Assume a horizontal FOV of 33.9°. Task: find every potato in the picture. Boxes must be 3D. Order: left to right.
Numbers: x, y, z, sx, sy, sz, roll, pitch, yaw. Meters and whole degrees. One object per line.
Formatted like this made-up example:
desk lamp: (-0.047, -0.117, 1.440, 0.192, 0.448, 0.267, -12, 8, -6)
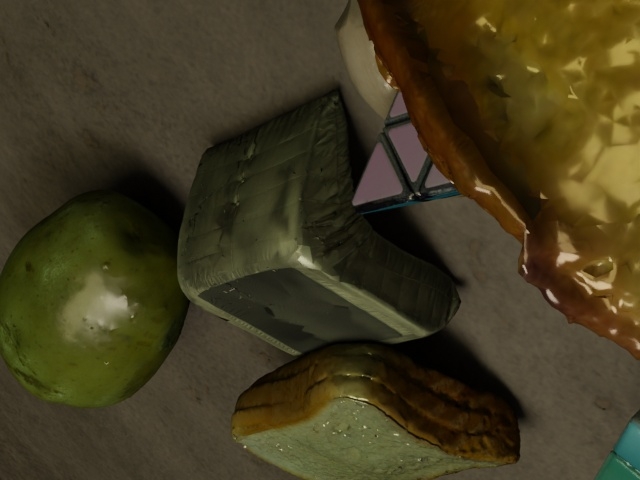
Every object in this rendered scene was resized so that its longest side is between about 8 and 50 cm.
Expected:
potato: (-0.262, 0.075, 1.211, 0.216, 0.216, 0.304, 43, 141, -2)

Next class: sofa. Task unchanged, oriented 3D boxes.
sofa: (0.000, 0.000, 1.048, 0.225, 0.176, 0.210, 30, 147, -33)

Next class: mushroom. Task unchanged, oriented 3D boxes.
mushroom: (0.075, -0.127, 0.874, 0.097, 0.088, 0.212, -10, 121, 27)

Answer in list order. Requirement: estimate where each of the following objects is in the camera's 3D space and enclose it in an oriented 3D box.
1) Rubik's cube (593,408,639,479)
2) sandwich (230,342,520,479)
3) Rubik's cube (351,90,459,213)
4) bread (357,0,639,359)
Rubik's cube: (0.361, 0.201, 0.855, 0.213, 0.224, 0.265, 39, 143, 26)
sandwich: (0.049, 0.200, 1.119, 0.226, 0.087, 0.251, 31, 145, -23)
Rubik's cube: (0.088, -0.094, 0.814, 0.178, 0.211, 0.190, -29, 80, 13)
bread: (0.212, -0.099, 0.575, 0.398, 0.398, 0.215, 40, 125, 1)
